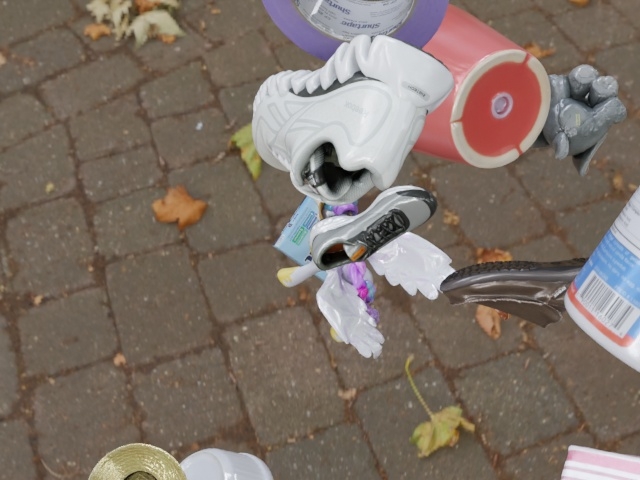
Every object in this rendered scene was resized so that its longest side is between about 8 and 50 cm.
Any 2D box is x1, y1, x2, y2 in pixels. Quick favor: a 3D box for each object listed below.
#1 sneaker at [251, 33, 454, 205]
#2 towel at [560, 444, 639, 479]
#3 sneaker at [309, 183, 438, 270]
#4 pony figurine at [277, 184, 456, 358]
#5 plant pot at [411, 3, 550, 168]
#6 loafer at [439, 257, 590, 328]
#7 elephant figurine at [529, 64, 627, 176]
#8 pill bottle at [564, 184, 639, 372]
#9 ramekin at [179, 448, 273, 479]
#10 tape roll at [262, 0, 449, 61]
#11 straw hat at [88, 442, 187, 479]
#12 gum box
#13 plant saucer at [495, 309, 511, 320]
[{"bbox_3d":[0.000,-0.089,0.750,0.110,0.292,0.118,22,78,-20],"label":"sneaker"},{"bbox_3d":[0.364,0.356,1.046,0.144,0.029,0.197,8,52,26],"label":"towel"},{"bbox_3d":[0.102,-0.015,1.596,0.272,0.100,0.108,-25,34,21],"label":"sneaker"},{"bbox_3d":[0.066,0.077,1.783,0.303,0.363,0.351,-36,74,-27],"label":"pony figurine"},{"bbox_3d":[0.233,-0.250,1.404,0.275,0.275,0.243,-23,32,-17],"label":"plant pot"},{"bbox_3d":[0.411,0.107,1.585,0.366,0.134,0.130,-3,95,8],"label":"loafer"},{"bbox_3d":[0.481,-0.207,1.591,0.186,0.239,0.169,-19,69,-2],"label":"elephant figurine"},{"bbox_3d":[0.297,-0.008,0.637,0.124,0.221,0.124,27,20,-10],"label":"pill bottle"},{"bbox_3d":[-0.234,0.574,1.800,0.273,0.127,0.273,-28,42,30],"label":"ramekin"},{"bbox_3d":[0.038,-0.267,0.811,0.189,0.189,0.080,11,47,9],"label":"tape roll"},{"bbox_3d":[-0.238,0.338,1.104,0.145,0.061,0.144,0,82,0],"label":"straw hat"},{"bbox_3d":[0.000,0.000,2.068,0.157,0.184,0.041,-56,25,-7],"label":"gum box"},{"bbox_3d":[0.366,0.122,1.702,0.013,0.083,0.083,-22,54,-7],"label":"plant saucer"}]
